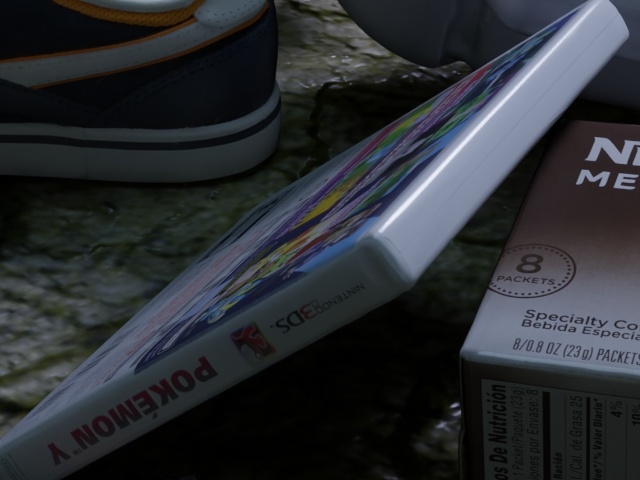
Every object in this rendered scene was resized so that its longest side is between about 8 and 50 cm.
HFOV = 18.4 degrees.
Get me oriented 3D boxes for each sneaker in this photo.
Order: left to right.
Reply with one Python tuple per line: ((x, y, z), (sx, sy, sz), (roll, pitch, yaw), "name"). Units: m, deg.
((-0.178, -0.094, 0.843), (0.321, 0.127, 0.126), (-4, 31, -6), "sneaker")

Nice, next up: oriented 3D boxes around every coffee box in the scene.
((0.178, 0.047, 0.597), (0.246, 0.098, 0.141), (7, 35, 18), "coffee box")

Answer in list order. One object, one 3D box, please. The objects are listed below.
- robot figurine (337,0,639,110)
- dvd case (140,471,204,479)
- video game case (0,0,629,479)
((0.143, -0.158, 0.859), (0.353, 0.199, 0.300), (11, 31, 2), "robot figurine")
((-0.064, 0.113, 0.586), (0.087, 0.013, 0.119), (-7, 29, -14), "dvd case")
((0.000, 0.000, 0.668), (0.183, 0.023, 0.201), (-30, 8, 37), "video game case")
